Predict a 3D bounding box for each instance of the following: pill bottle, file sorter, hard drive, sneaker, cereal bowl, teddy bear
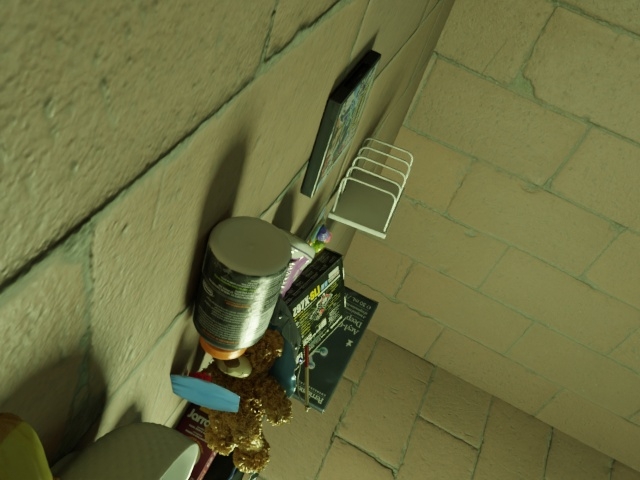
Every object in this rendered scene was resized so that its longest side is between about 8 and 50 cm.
[{"bbox_3d":[-0.136,0.089,1.004,0.130,0.130,0.246,-55,170,-49],"label":"pill bottle"},{"bbox_3d":[0.173,-0.181,1.992,0.278,0.192,0.173,-62,171,-48],"label":"file sorter"},{"bbox_3d":[-0.107,0.255,1.484,0.255,0.054,0.172,73,26,-57],"label":"hard drive"},{"bbox_3d":[-0.091,0.074,1.433,0.161,0.102,0.282,-58,172,-14],"label":"sneaker"},{"bbox_3d":[-0.306,0.381,0.799,0.339,0.141,0.339,-62,173,-14],"label":"cereal bowl"},{"bbox_3d":[-0.171,0.325,1.267,0.113,0.245,0.338,-13,136,-46],"label":"teddy bear"}]

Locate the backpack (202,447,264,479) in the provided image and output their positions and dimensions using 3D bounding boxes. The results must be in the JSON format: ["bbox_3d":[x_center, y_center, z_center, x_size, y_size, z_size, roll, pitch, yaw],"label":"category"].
[{"bbox_3d":[-0.302,0.648,1.593,0.276,0.213,0.264,-39,148,-59],"label":"backpack"}]

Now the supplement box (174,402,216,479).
[{"bbox_3d":[-0.288,0.466,1.424,0.188,0.104,0.081,-60,173,-26],"label":"supplement box"}]

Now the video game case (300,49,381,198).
[{"bbox_3d":[0.047,-0.266,1.424,0.248,0.035,0.275,-57,171,-43],"label":"video game case"}]

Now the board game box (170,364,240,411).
[{"bbox_3d":[-0.213,0.278,1.172,0.169,0.133,0.033,106,1,-59],"label":"board game box"}]

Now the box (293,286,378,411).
[{"bbox_3d":[-0.028,0.329,2.071,0.396,0.293,0.212,-62,173,-15],"label":"box"}]

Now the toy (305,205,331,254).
[{"bbox_3d":[0.000,0.000,2.018,0.137,0.056,0.237,-62,173,-21],"label":"toy"}]

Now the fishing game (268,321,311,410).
[{"bbox_3d":[-0.104,0.254,1.295,0.041,0.264,0.189,-8,102,-43],"label":"fishing game"}]

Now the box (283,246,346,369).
[{"bbox_3d":[-0.052,0.210,1.728,0.322,0.079,0.257,-42,141,-35],"label":"box"}]

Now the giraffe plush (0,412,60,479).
[{"bbox_3d":[-0.264,0.209,0.472,0.170,0.210,0.182,-1,-111,61],"label":"giraffe plush"}]
